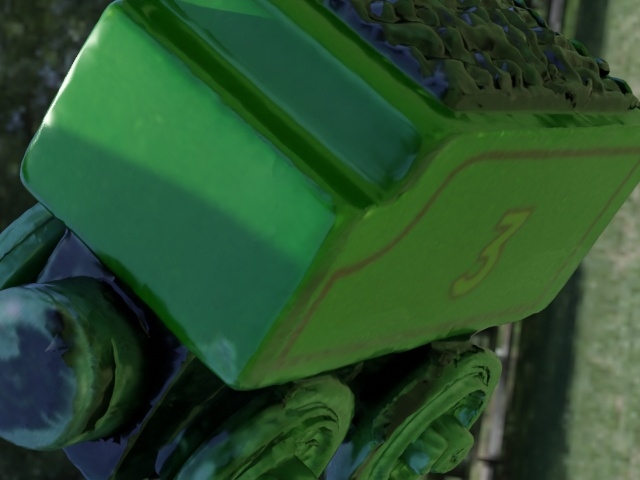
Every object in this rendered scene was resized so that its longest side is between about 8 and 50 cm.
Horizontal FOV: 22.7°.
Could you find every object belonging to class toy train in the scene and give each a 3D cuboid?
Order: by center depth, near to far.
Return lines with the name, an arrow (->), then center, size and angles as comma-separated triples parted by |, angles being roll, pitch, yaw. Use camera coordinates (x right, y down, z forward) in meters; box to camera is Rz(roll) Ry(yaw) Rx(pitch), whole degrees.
toy train -> 0.000, 0.000, 0.526 | 0.243, 0.132, 0.188 | -9, -44, -57
